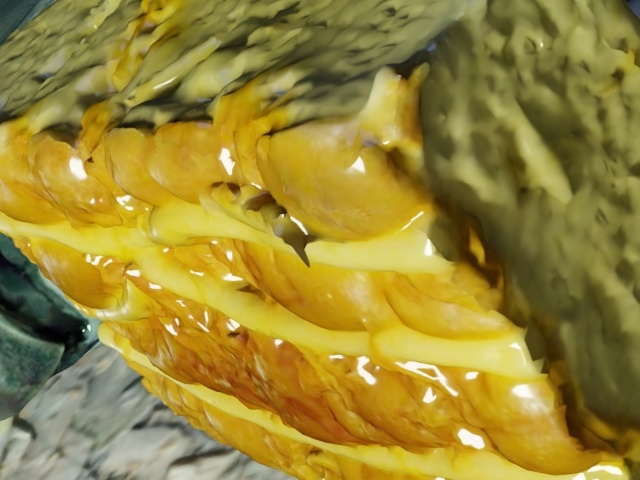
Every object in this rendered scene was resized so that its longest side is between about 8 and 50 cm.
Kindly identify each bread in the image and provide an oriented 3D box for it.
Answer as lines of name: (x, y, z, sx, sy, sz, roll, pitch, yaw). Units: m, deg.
bread: (0.000, 0.000, 0.460, 0.274, 0.185, 0.114, 7, 56, 53)

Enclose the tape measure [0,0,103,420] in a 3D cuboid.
tape measure: (-0.141, -0.042, 0.733, 0.256, 0.147, 0.275, 0, 48, 53)
